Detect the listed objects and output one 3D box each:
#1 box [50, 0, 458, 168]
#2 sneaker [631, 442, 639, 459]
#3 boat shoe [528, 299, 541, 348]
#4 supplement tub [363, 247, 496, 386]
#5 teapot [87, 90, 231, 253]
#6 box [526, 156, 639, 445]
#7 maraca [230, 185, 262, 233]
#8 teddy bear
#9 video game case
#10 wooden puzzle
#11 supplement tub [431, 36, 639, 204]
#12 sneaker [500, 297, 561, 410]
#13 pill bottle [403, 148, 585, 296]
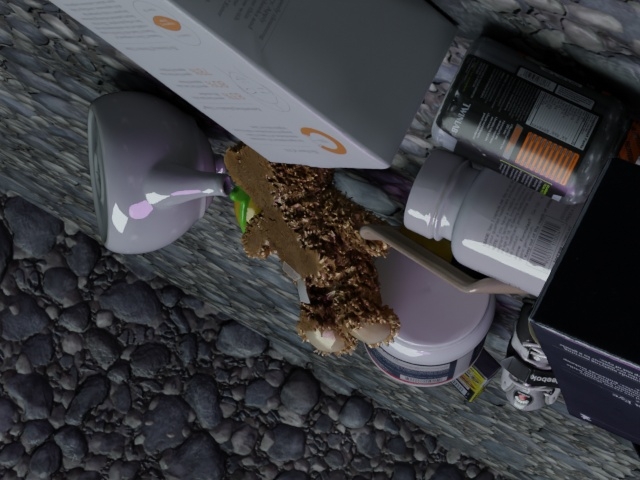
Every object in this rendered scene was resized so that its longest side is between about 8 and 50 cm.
[{"bbox_3d":[-0.076,-0.229,1.600,0.345,0.168,0.215,36,165,-31],"label":"box"},{"bbox_3d":[0.511,0.280,2.116,0.483,0.202,0.185,41,142,-7],"label":"sneaker"},{"bbox_3d":[0.404,0.114,1.979,0.302,0.113,0.103,3,169,19],"label":"boat shoe"},{"bbox_3d":[0.151,0.097,2.377,0.191,0.191,0.272,25,167,8],"label":"supplement tub"},{"bbox_3d":[-0.230,-0.102,2.387,0.187,0.256,0.252,-7,149,-14],"label":"teapot"},{"bbox_3d":[0.397,0.110,1.527,0.343,0.179,0.312,23,166,21],"label":"box"},{"bbox_3d":[-0.075,-0.066,2.345,0.099,0.127,0.185,26,161,27],"label":"maraca"},{"bbox_3d":[0.000,0.000,2.222,0.338,0.113,0.245,57,144,6],"label":"teddy bear"},{"bbox_3d":[0.169,0.133,2.642,0.275,0.035,0.248,47,170,9],"label":"video game case"},{"bbox_3d":[0.200,0.016,2.071,0.221,0.044,0.239,2,-164,-38],"label":"wooden puzzle"},{"bbox_3d":[0.213,-0.109,1.600,0.190,0.117,0.117,26,167,5],"label":"supplement tub"},{"bbox_3d":[0.327,0.175,2.413,0.122,0.146,0.330,17,166,7],"label":"sneaker"},{"bbox_3d":[0.220,-0.018,1.912,0.229,0.131,0.131,23,167,16],"label":"pill bottle"}]
